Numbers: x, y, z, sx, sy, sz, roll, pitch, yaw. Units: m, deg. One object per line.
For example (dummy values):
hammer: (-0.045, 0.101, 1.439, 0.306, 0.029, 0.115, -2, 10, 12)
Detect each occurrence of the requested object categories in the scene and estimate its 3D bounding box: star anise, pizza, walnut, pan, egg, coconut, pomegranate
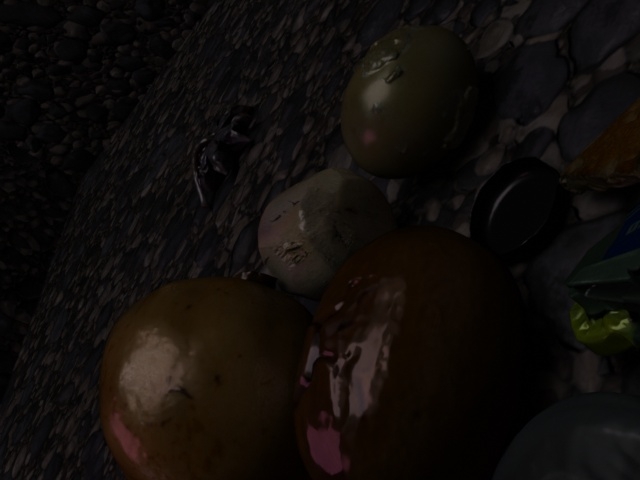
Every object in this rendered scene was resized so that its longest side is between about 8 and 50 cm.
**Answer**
star anise: (-0.229, -0.199, 1.634, 0.230, 0.081, 0.263, 5, 66, 50)
pizza: (0.275, -0.094, 0.575, 0.181, 0.034, 0.262, -45, -1, 13)
walnut: (0.075, 0.122, 0.651, 0.203, 0.203, 0.298, -26, 40, 49)
pan: (0.168, 0.003, 0.772, 0.212, 0.040, 0.115, -44, 31, 17)
egg: (0.110, -0.171, 0.918, 0.202, 0.164, 0.164, -59, 26, 1)
coconut: (0.000, 0.000, 0.934, 0.183, 0.171, 0.171, -28, 41, 43)
pomegranate: (-0.105, 0.182, 0.822, 0.307, 0.307, 0.307, -41, 32, 34)

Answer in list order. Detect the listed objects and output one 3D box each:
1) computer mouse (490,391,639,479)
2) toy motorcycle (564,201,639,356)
computer mouse: (0.201, 0.260, 0.378, 0.188, 0.121, 0.371, -44, 38, 36)
toy motorcycle: (0.280, 0.004, 0.451, 0.200, 0.191, 0.326, -54, 8, -4)
